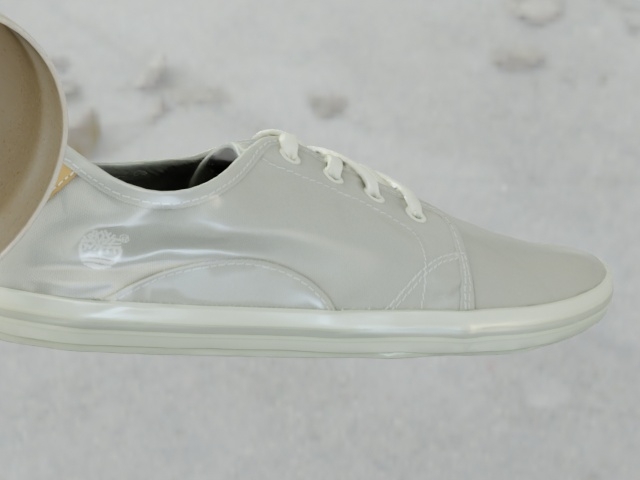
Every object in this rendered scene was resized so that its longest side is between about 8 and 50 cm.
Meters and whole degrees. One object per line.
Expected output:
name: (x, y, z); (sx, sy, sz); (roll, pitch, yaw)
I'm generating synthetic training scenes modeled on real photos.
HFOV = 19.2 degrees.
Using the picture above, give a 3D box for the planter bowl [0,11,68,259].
planter bowl: (-0.204, -0.059, 0.813); (0.162, 0.162, 0.109); (-22, 48, -23)

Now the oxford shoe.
oxford shoe: (0.000, 0.000, 1.157); (0.449, 0.130, 0.169); (3, 5, -30)
